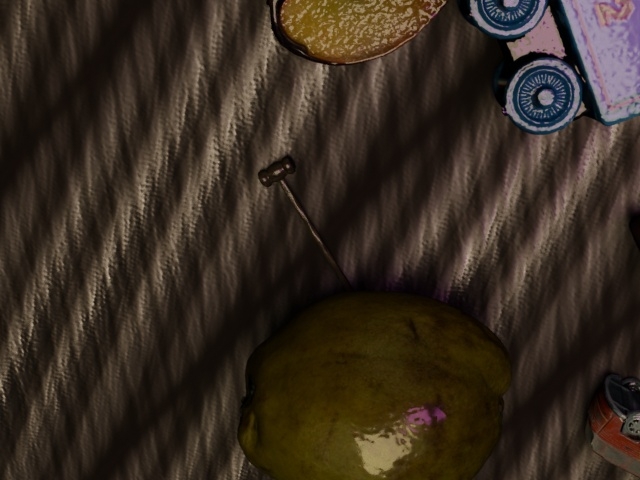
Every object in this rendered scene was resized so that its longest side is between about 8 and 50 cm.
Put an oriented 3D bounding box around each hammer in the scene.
[{"bbox_3d":[0.000,0.000,1.654,0.058,0.029,0.292,-27,107,17],"label":"hammer"}]

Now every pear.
[{"bbox_3d":[0.083,0.251,1.575,0.413,0.352,0.352,-4,110,11],"label":"pear"}]

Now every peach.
[{"bbox_3d":[0.063,-0.350,1.494,0.279,0.068,0.189,-5,99,11],"label":"peach"}]

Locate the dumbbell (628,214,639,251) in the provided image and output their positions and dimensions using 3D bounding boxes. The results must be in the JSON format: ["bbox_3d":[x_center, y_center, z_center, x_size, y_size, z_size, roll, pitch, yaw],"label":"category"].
[{"bbox_3d":[0.579,-0.026,1.532,0.225,0.124,0.140,-35,102,17],"label":"dumbbell"}]

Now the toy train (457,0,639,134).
[{"bbox_3d":[0.338,-0.306,1.427,0.265,0.188,0.300,-21,104,8],"label":"toy train"}]

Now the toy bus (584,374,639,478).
[{"bbox_3d":[0.544,0.326,1.674,0.265,0.121,0.120,28,120,-5],"label":"toy bus"}]
